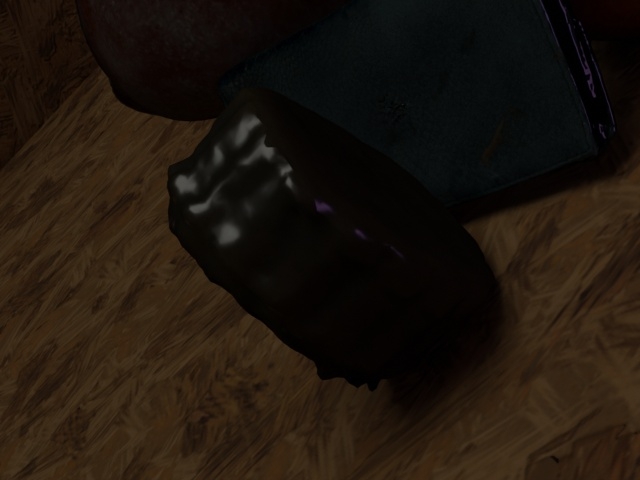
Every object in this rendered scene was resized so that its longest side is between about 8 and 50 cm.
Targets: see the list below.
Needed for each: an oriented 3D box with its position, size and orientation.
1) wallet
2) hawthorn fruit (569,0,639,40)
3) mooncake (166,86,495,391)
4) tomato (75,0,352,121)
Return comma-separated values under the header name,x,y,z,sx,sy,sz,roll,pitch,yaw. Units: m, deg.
name,x,y,z,sx,sy,sz,roll,pitch,yaw
wallet,0.061,-0.105,1.117,0.046,0.191,0.379,-25,2,-39
hawthorn fruit,0.192,-0.279,1.106,0.211,0.211,0.299,-46,46,2
mooncake,0.000,0.000,0.987,0.124,0.228,0.228,-49,18,15
tomato,-0.079,-0.243,1.383,0.316,0.283,0.317,0,19,0
